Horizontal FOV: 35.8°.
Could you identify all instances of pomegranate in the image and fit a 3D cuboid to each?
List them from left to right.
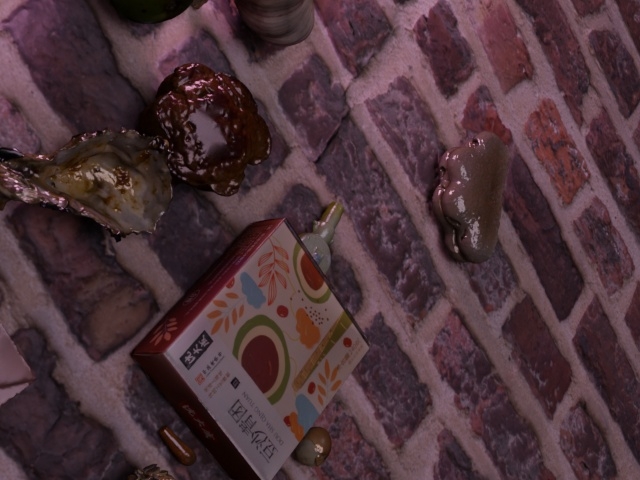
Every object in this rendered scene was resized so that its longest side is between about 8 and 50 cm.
[{"bbox_3d":[-0.321,-0.507,1.801,0.187,0.187,0.225,-19,74,-41],"label":"pomegranate"}]

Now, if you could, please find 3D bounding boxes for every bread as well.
[{"bbox_3d":[-0.226,-0.202,1.862,0.247,0.135,0.232,53,55,-24],"label":"bread"},{"bbox_3d":[0.358,-0.117,2.395,0.183,0.102,0.337,26,68,-37],"label":"bread"}]

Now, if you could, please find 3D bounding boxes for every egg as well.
[{"bbox_3d":[-0.013,0.419,2.030,0.071,0.071,0.083,55,37,-23],"label":"egg"}]

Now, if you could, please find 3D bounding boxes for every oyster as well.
[{"bbox_3d":[-0.409,-0.091,1.692,0.337,0.133,0.198,-6,91,-39],"label":"oyster"}]

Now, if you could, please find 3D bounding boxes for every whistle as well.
[{"bbox_3d":[0.000,0.000,2.093,0.104,0.057,0.198,48,58,-28],"label":"whistle"}]

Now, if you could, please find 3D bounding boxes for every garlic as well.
[{"bbox_3d":[-0.135,-0.501,1.961,0.253,0.245,0.245,-8,91,-1],"label":"garlic"}]

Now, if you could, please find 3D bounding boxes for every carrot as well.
[{"bbox_3d":[-0.264,0.382,1.838,0.093,0.032,0.032,54,55,-20],"label":"carrot"}]

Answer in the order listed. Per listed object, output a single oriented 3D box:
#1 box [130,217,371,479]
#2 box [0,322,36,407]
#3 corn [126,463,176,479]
[{"bbox_3d":[-0.119,0.209,1.922,0.385,0.122,0.345,-50,117,-33],"label":"box"},{"bbox_3d":[-0.583,0.197,1.536,0.215,0.086,0.215,-40,111,-36],"label":"box"},{"bbox_3d":[-0.298,0.552,1.740,0.115,0.115,0.318,3,86,-41],"label":"corn"}]
